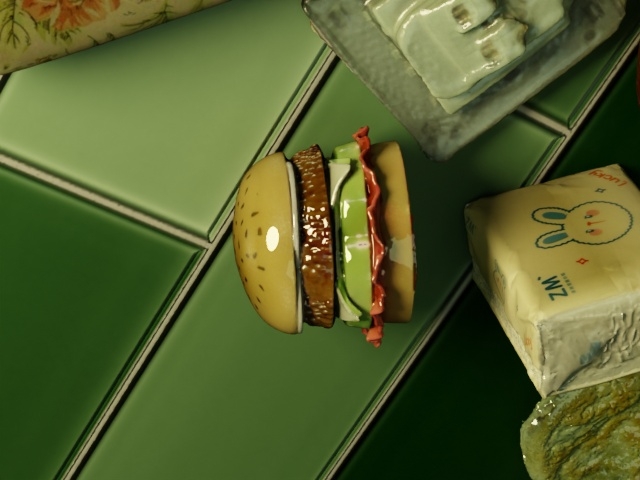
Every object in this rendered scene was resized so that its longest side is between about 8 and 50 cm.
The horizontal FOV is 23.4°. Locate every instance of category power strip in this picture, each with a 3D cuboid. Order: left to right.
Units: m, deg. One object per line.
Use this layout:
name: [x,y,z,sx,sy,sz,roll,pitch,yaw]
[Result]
power strip: [0.121,-0.173,1.188,0.213,0.064,0.198,-40,119,12]

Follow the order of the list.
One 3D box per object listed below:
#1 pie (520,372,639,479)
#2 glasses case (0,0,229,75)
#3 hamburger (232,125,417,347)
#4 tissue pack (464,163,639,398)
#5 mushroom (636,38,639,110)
pie: [0.274,0.177,1.448,0.187,0.041,0.187,-6,121,-10]
glasses case: [-0.094,-0.240,1.073,0.425,0.098,0.156,-19,118,-2]
hamburger: [0.000,-0.003,1.204,0.137,0.175,0.175,-3,121,-5]
tissue pack: [0.213,0.027,1.250,0.148,0.196,0.092,-16,122,-5]
mushroom: [0.411,-0.154,1.156,0.345,0.259,0.345,-5,117,-11]
